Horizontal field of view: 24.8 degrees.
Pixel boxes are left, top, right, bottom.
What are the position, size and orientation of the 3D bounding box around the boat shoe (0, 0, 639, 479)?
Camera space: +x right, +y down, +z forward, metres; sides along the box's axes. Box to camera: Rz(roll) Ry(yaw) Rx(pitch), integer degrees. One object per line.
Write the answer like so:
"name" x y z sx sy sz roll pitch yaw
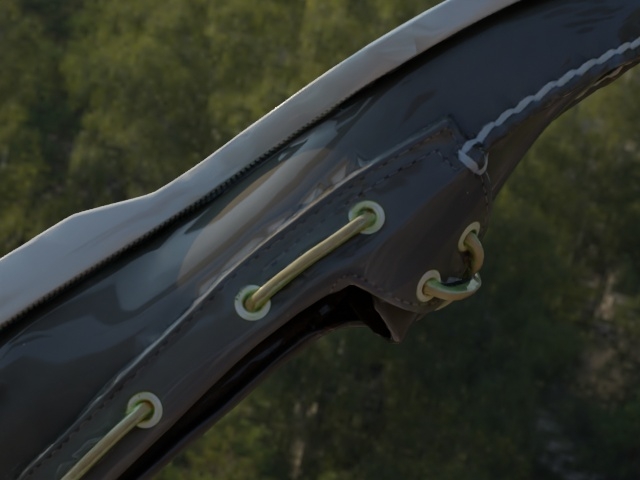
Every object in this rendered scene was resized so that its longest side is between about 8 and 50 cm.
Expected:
"boat shoe" 0.000 0.001 0.504 0.091 0.305 0.109 57 -7 8
